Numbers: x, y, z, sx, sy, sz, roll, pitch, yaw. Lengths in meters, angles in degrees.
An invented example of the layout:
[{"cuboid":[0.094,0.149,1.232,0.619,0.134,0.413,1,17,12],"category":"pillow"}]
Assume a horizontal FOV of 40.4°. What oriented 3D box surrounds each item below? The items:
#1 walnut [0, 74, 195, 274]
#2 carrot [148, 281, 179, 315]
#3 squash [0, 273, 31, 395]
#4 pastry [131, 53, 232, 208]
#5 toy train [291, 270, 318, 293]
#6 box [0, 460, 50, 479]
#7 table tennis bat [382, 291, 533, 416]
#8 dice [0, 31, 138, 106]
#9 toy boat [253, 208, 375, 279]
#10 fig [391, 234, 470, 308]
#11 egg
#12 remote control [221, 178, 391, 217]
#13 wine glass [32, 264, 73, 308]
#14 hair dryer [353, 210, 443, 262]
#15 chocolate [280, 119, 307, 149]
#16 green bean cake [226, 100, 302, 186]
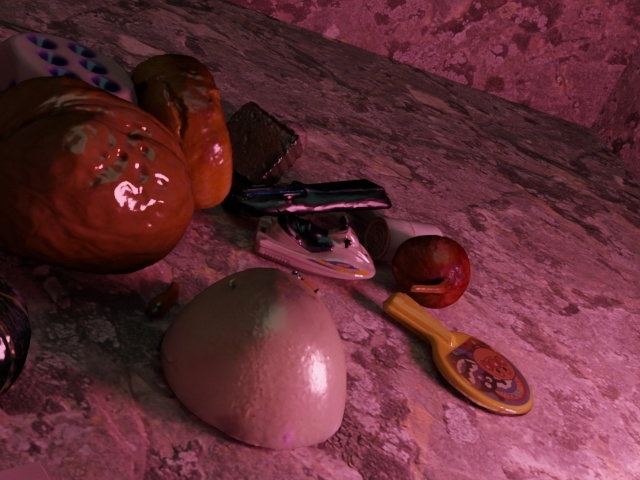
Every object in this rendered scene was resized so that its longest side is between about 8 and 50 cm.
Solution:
[{"cuboid":[-0.409,-0.104,1.506,0.397,0.308,0.354,14,38,-40],"category":"walnut"},{"cuboid":[-0.276,0.104,1.554,0.035,0.035,0.142,25,19,1],"category":"carrot"},{"cuboid":[-0.515,0.125,1.156,0.252,0.165,0.252,16,28,-9],"category":"squash"},{"cuboid":[-0.296,-0.224,1.828,0.163,0.356,0.356,-16,42,-21],"category":"pastry"},{"cuboid":[-0.055,0.100,1.743,0.064,0.044,0.103,43,30,13],"category":"toy train"},{"cuboid":[-0.366,0.336,1.016,0.129,0.051,0.130,-5,38,-46],"category":"box"},{"cuboid":[0.281,0.226,1.781,0.368,0.054,0.224,38,27,18],"category":"table tennis bat"},{"cuboid":[-0.528,-0.251,1.749,0.243,0.251,0.259,2,34,-37],"category":"dice"},{"cuboid":[-0.007,0.004,1.864,0.269,0.141,0.141,8,27,-2],"category":"toy boat"},{"cuboid":[0.250,0.080,1.892,0.175,0.175,0.207,17,17,-16],"category":"fig"},{"cuboid":[-0.088,0.163,1.418,0.336,0.201,0.337,18,28,-10],"category":"egg"},{"cuboid":[-0.029,-0.102,2.024,0.398,0.062,0.144,-5,20,-28],"category":"remote control"},{"cuboid":[-0.445,0.078,1.447,0.083,0.039,0.042,46,-8,33],"category":"wine glass"},{"cuboid":[0.146,-0.056,2.160,0.173,0.108,0.357,8,24,-33],"category":"hair dryer"},{"cuboid":[-0.115,-0.253,2.279,0.110,0.110,0.248,32,32,15],"category":"chocolate"},{"cuboid":[-0.154,-0.220,2.108,0.181,0.173,0.094,34,-13,20],"category":"green bean cake"}]
